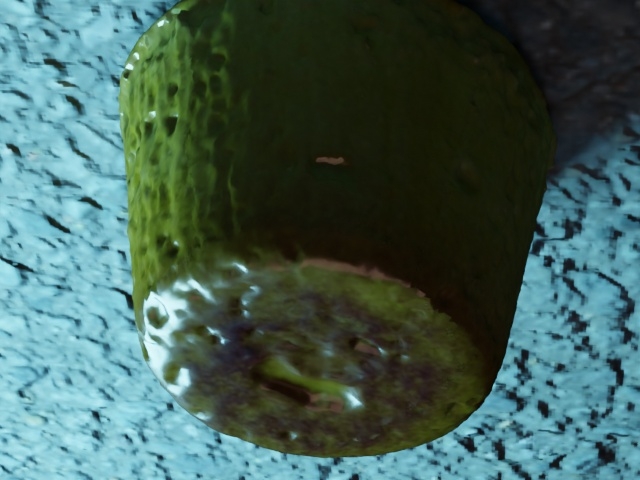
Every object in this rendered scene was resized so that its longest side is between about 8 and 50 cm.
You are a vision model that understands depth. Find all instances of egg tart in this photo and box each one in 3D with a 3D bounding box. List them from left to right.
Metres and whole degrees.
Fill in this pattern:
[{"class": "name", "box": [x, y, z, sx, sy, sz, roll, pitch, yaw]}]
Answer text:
[{"class": "egg tart", "box": [0.000, 0.000, 0.725, 0.203, 0.147, 0.202, 4, 141, 4]}]
